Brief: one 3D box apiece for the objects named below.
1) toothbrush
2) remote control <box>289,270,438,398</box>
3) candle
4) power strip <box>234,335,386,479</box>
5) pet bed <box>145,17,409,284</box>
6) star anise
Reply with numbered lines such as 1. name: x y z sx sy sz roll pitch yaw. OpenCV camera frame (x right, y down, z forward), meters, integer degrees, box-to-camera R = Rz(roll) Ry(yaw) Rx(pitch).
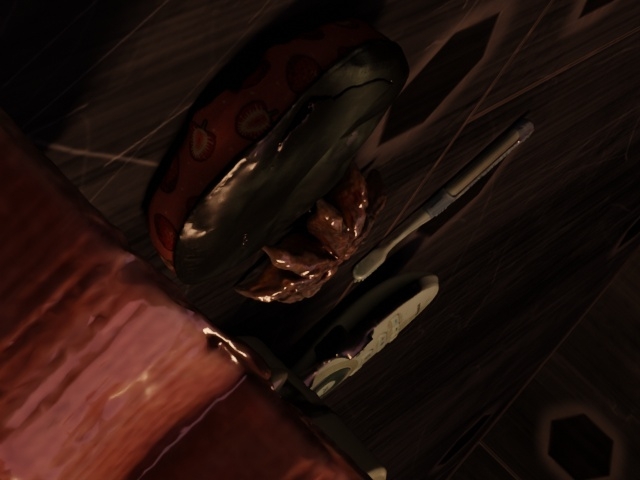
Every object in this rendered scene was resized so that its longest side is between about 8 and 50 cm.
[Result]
1. toothbrush: 0.106 -0.034 1.711 0.219 0.016 0.019 -41 168 -19
2. remote control: 0.002 0.107 1.760 0.256 0.045 0.097 -39 165 -15
3. candle: -0.112 0.051 0.844 0.131 0.287 0.317 -43 124 -3
4. power strip: -0.108 0.238 1.541 0.357 0.161 0.357 -43 167 -13
5. pet bed: -0.025 -0.052 1.170 0.201 0.053 0.201 -42 166 -14
6. star anise: 0.001 0.000 1.434 0.141 0.042 0.141 -44 166 -14
